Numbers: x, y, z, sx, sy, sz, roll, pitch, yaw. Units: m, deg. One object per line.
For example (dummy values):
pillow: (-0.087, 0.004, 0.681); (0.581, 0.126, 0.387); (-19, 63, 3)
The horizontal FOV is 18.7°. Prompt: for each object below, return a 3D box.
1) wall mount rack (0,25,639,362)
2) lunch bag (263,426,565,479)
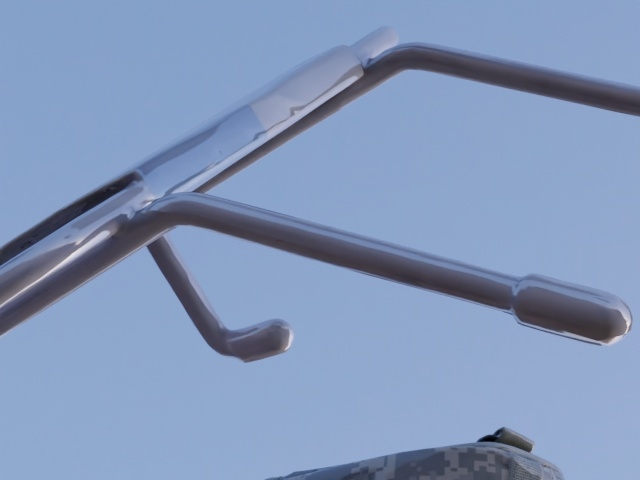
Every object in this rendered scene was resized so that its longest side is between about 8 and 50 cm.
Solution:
wall mount rack: (0.000, 0.000, 0.764); (0.304, 0.350, 0.130); (-28, -84, 34)
lunch bag: (0.048, 0.291, 1.211); (0.212, 0.305, 0.256); (23, -36, -28)
